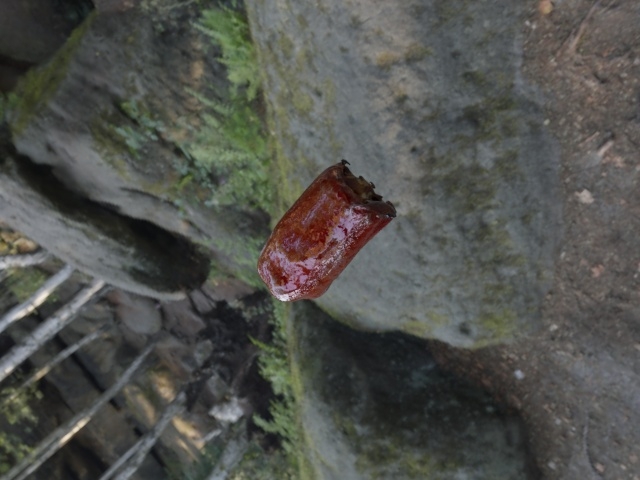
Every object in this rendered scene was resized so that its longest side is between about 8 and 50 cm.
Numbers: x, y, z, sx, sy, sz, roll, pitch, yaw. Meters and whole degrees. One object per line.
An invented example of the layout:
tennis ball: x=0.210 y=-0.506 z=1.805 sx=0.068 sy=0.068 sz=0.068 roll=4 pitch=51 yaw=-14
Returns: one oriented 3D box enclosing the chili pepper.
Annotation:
chili pepper: x=0.000 y=0.000 z=0.602 sx=0.073 sy=0.070 sz=0.123 roll=29 pitch=117 yaw=-20
